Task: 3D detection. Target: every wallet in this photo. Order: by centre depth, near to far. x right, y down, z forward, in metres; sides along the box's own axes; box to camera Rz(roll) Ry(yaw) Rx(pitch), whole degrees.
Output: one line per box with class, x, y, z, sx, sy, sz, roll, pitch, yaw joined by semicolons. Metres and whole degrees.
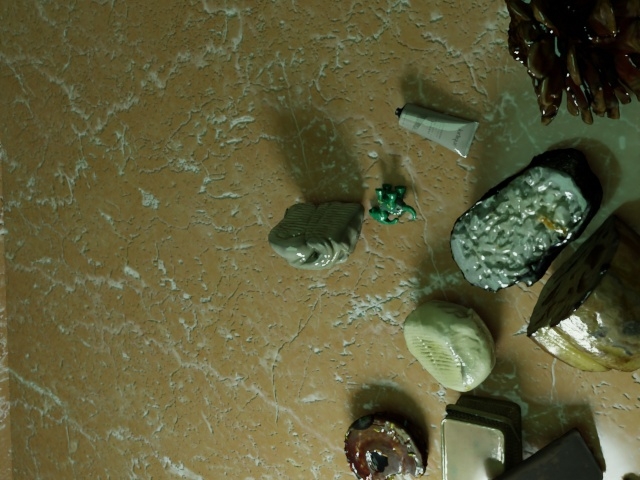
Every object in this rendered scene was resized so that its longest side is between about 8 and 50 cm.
wallet;0.486;0.562;1.778;0.310;0.042;0.165;-34;107;-2

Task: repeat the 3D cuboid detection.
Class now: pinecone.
pinecone;0.508;-0.399;1.385;0.385;0.384;0.384;10;111;28

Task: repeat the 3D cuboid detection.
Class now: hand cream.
hand cream;0.253;-0.256;1.755;0.186;0.054;0.087;24;121;15

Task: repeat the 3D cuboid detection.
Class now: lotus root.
lotus root;0.566;0.150;1.564;0.250;0.316;0.316;44;124;2

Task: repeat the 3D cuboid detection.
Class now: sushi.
sushi;0.433;-0.040;1.643;0.211;0.171;0.350;48;123;12

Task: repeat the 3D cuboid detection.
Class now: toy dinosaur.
toy dinosaur;0.171;-0.079;1.864;0.132;0.059;0.096;18;123;35

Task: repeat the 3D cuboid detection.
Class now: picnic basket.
picnic basket;0.384;0.510;1.875;0.165;0.139;0.266;4;108;30

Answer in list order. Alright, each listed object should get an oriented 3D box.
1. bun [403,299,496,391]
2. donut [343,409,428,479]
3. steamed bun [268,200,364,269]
bun;0.310;0.236;1.835;0.229;0.145;0.229;41;156;22
donut;0.171;0.543;2.044;0.216;0.096;0.230;46;124;13
steamed bun;-0.002;0.000;1.916;0.211;0.218;0.144;4;130;25
